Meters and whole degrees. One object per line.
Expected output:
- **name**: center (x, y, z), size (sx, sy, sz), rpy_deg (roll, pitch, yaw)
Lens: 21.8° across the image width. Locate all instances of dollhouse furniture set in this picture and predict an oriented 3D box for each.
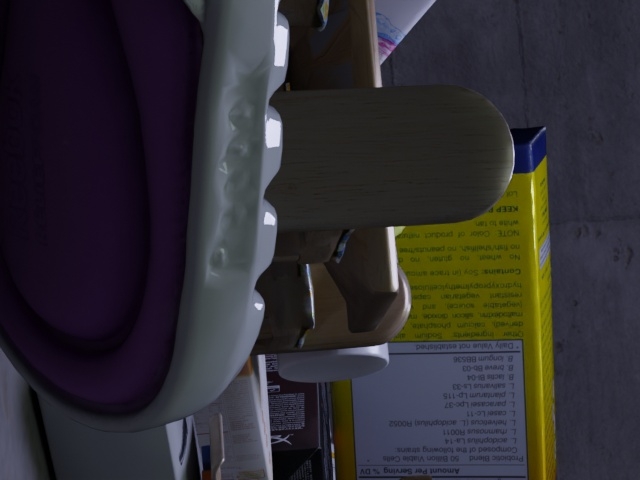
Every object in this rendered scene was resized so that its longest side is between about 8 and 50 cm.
- **dollhouse furniture set**: center (0.062, 0.019, 0.957), size (0.362, 0.256, 0.394), rpy_deg (111, -25, -75)

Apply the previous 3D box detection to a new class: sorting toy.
- **sorting toy**: center (-0.051, 0.126, 0.784), size (0.083, 0.012, 0.062), rpy_deg (-103, -168, -71)

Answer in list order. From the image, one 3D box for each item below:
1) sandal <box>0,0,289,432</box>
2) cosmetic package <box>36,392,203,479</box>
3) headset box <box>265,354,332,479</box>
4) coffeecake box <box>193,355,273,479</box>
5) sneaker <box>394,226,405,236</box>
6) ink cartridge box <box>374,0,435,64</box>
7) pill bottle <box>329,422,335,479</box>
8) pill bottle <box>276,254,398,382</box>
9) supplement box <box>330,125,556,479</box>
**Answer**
- **sandal**: center (-0.090, -0.128, 0.466), size (0.102, 0.169, 0.416), rpy_deg (-26, 114, -45)
- **cosmetic package**: center (-0.088, 0.130, 0.820), size (0.099, 0.060, 0.239), rpy_deg (-92, 177, -54)
- **headset box**: center (-0.045, 0.201, 1.477), size (0.293, 0.110, 0.218), rpy_deg (-92, 178, -64)
- **coffeecake box**: center (-0.079, 0.084, 1.240), size (0.185, 0.068, 0.142), rpy_deg (84, 0, -49)
- **sneaker**: center (-0.033, 0.027, 1.334), size (0.091, 0.240, 0.126), rpy_deg (35, 48, -28)
- **ink cartridge box**: center (0.002, -0.186, 1.363), size (0.117, 0.278, 0.201), rpy_deg (40, 9, -8)
- **pill bottle**: center (-0.027, 0.293, 1.871), size (0.118, 0.117, 0.208), rpy_deg (84, 2, -55)
- **pill bottle**: center (0.000, 0.000, 1.202), size (0.108, 0.108, 0.194), rpy_deg (82, 2, -71)
- **supplement box**: center (0.118, 0.080, 1.561), size (0.195, 0.194, 0.357), rpy_deg (-35, 123, -76)
